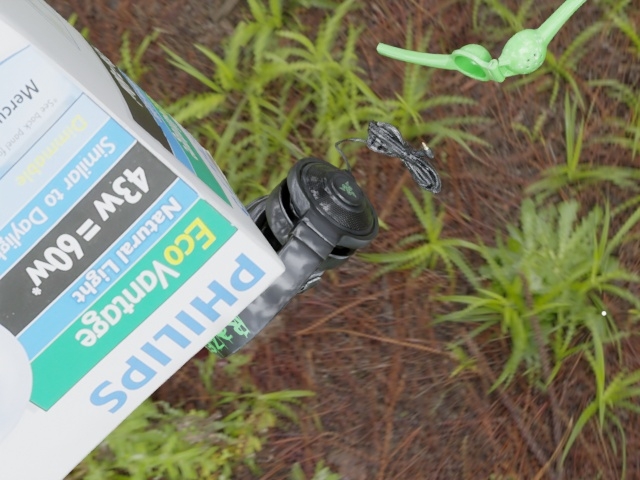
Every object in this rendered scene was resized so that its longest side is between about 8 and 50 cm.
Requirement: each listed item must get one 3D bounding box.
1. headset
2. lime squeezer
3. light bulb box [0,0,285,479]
[{"bbox_3d":[0.000,0.000,1.602,0.185,0.243,0.394,40,60,-9],"label":"headset"},{"bbox_3d":[0.209,-0.245,1.589,0.310,0.059,0.109,-16,71,24],"label":"lime squeezer"},{"bbox_3d":[-0.288,-0.007,0.928,0.358,0.361,0.225,-44,35,6],"label":"light bulb box"}]
